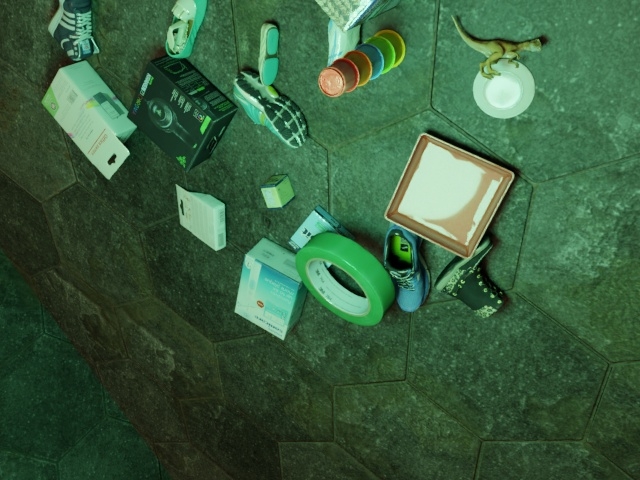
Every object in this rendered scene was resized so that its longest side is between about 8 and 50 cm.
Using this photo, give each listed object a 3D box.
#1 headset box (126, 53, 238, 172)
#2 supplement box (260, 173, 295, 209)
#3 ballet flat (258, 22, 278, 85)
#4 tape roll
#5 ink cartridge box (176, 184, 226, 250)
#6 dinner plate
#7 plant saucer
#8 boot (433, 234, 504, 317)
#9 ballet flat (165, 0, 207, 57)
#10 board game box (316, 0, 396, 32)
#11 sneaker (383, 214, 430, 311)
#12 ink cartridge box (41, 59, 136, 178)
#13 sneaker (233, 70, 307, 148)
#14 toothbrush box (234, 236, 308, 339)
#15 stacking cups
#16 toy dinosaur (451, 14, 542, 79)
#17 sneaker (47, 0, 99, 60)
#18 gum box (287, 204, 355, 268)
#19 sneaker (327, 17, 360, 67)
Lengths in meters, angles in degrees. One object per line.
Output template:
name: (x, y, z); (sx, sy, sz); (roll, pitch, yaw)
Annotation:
headset box: (-0.426, -0.389, 1.725); (0.283, 0.131, 0.246); (43, 133, -1)
supplement box: (-0.133, -0.152, 1.731); (0.056, 0.083, 0.083); (-1, 119, 32)
ballet flat: (-0.145, -0.515, 1.531); (0.052, 0.057, 0.168); (44, 135, 38)
tape roll: (0.072, 0.119, 1.677); (0.321, 0.077, 0.321); (30, 148, 22)
ink cartridge box: (-0.428, -0.091, 1.991); (0.225, 0.056, 0.180); (33, 134, 34)
dinner plate: (0.428, -0.353, 1.300); (0.141, 0.017, 0.141); (17, 128, 22)
plant saucer: (0.334, -0.119, 1.458); (0.259, 0.048, 0.258); (28, 115, 14)
boot: (0.451, 0.104, 1.547); (0.179, 0.085, 0.236); (36, 132, 0)
ballet flat: (-0.386, -0.623, 1.575); (0.083, 0.087, 0.247); (36, 131, 7)
board game box: (0.133, -0.589, 1.140); (0.141, 0.291, 0.232); (48, 131, -5)
sneaker: (0.235, 0.079, 1.615); (0.130, 0.147, 0.329); (5, 123, 29)
ink cartridge box: (-0.780, -0.414, 1.934); (0.207, 0.119, 0.353); (-32, 99, 41)
sneaker: (-0.147, -0.372, 1.606); (0.275, 0.107, 0.110); (47, 152, 3)
toothbrush box: (-0.164, 0.170, 1.937); (0.217, 0.126, 0.295); (28, 132, 13)
stacking cups: (0.101, -0.405, 1.266); (0.096, 0.316, 0.095); (14, 125, 22)
toy dinosaur: (0.389, -0.430, 1.255); (0.212, 0.064, 0.112); (17, 94, 20)
sneaker: (-0.759, -0.682, 1.756); (0.282, 0.099, 0.153); (-25, 100, 47)
gum box: (0.000, 0.000, 1.778); (0.157, 0.041, 0.184); (41, 132, 0)
sneaker: (0.053, -0.508, 1.394); (0.086, 0.085, 0.237); (47, 142, 33)
